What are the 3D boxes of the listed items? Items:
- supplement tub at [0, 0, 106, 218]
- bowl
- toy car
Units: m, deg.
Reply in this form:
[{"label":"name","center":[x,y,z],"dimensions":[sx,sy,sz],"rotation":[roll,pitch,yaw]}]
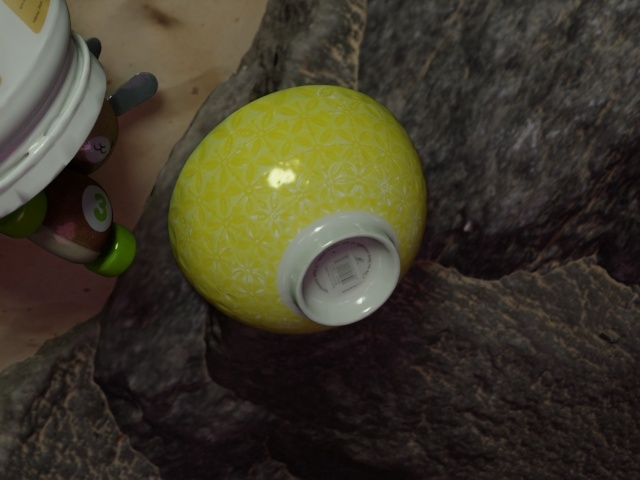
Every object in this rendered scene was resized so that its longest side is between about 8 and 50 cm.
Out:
[{"label":"supplement tub","center":[-0.335,-0.174,0.876],"dimensions":[0.228,0.228,0.316],"rotation":[-39,130,3]},{"label":"bowl","center":[0.000,0.000,1.215],"dimensions":[0.289,0.156,0.289],"rotation":[-13,128,-18]},{"label":"toy car","center":[-0.222,-0.085,1.065],"dimensions":[0.188,0.149,0.155],"rotation":[-59,146,0]}]
